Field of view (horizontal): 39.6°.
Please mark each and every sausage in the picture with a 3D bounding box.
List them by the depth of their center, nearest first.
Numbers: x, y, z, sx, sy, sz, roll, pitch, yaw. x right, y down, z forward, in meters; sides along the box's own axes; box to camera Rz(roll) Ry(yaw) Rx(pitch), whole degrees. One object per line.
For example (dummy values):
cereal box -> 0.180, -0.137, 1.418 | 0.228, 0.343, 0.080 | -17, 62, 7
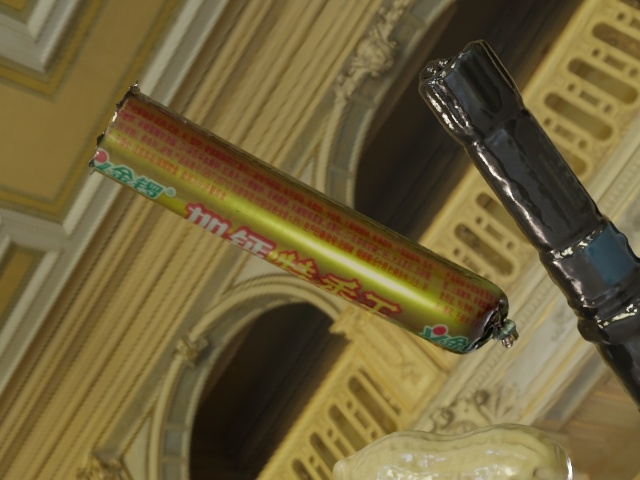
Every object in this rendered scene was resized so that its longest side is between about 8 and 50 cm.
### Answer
sausage -> 0.000, 0.000, 0.709 | 0.372, 0.082, 0.082 | 28, -74, -10

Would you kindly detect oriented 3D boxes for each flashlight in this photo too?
flashlight -> 0.241, -0.013, 0.887 | 0.103, 0.103, 0.424 | -37, -87, -8

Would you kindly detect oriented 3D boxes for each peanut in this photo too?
peanut -> 0.127, 0.247, 0.880 | 0.257, 0.123, 0.124 | -15, -26, 37
